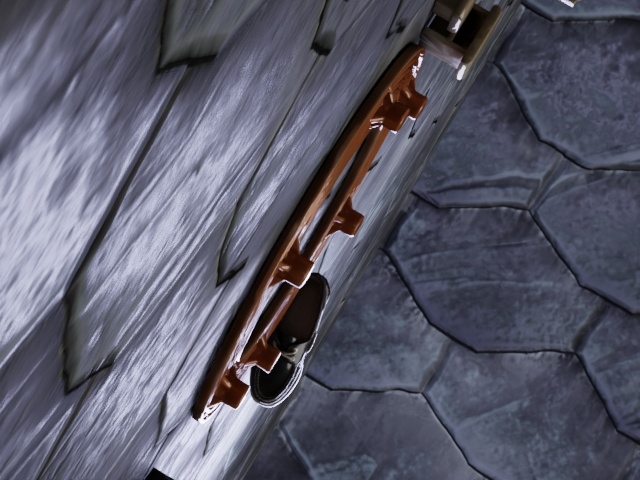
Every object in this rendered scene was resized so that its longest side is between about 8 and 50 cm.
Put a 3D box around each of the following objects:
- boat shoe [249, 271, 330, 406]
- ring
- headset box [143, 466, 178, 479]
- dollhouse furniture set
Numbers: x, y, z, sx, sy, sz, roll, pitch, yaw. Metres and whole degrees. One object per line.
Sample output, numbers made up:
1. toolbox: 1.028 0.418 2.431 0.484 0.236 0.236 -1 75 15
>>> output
1. boat shoe: -0.026 0.085 1.685 0.125 0.046 0.038 -62 177 -11
2. ring: 0.000 0.000 1.491 0.337 0.032 0.336 -58 176 -7
3. headset box: -0.112 0.209 1.392 0.083 0.062 0.032 -62 176 25
4. dollhouse furniture set: 0.163 -0.211 1.455 0.161 0.101 0.182 -58 176 -15
